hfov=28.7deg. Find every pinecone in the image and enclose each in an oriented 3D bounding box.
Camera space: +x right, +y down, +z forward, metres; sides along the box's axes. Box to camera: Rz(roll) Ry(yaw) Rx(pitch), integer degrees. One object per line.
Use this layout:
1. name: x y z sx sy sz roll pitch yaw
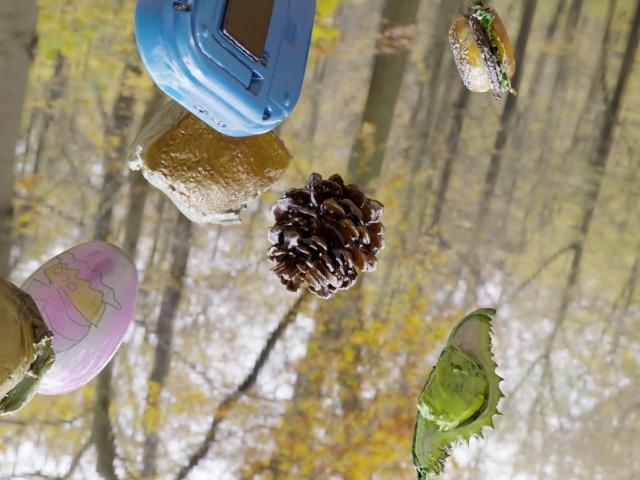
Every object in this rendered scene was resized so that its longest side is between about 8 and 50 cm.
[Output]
1. pinecone: 0.000 0.000 1.632 0.173 0.174 0.173 12 -168 -3

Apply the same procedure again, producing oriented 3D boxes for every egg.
1. egg: -0.408 0.124 2.041 0.196 0.271 0.196 40 -176 -3

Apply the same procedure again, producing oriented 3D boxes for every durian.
1. durian: 0.227 0.263 2.059 0.132 0.375 0.106 29 154 -11

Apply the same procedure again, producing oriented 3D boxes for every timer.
1. timer: -0.130 -0.340 1.840 0.115 0.340 0.309 -5 155 35

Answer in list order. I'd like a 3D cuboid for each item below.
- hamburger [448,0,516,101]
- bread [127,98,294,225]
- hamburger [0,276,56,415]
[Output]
1. hamburger: 0.275 -0.333 2.160 0.093 0.190 0.164 -19 -137 2
2. bread: -0.209 -0.161 2.388 0.279 0.250 0.225 47 174 -31
3. hamburger: -0.465 0.133 1.658 0.215 0.189 0.122 35 173 13
